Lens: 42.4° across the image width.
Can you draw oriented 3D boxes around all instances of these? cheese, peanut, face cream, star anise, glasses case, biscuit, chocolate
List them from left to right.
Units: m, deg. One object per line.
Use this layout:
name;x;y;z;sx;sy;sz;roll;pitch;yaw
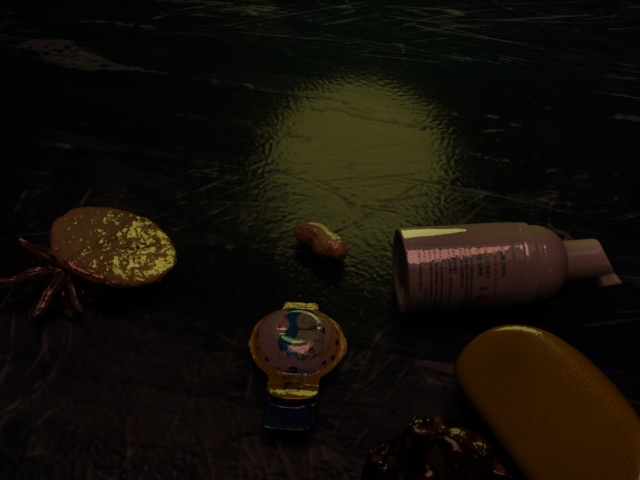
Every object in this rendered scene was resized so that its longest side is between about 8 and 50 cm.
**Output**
star anise;-0.439;0.058;1.377;0.181;0.061;0.204;17;45;-15
biscuit;-0.353;0.008;1.410;0.220;0.033;0.220;16;33;-11
cheese;-0.038;0.187;1.279;0.156;0.064;0.250;2;45;2
peanut;0.000;0.000;1.462;0.113;0.054;0.054;32;54;27
chocolate;0.173;0.297;1.104;0.224;0.177;0.206;14;45;9
face cream;0.312;0.040;1.374;0.370;0.145;0.145;-3;48;-6
glasses case;0.338;0.260;1.129;0.173;0.141;0.371;-40;36;4
